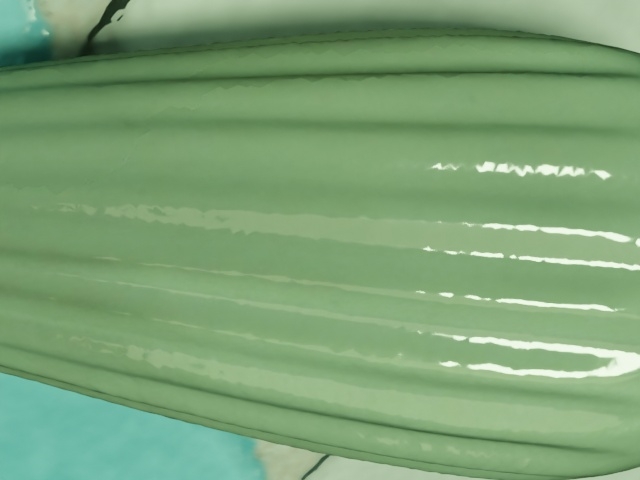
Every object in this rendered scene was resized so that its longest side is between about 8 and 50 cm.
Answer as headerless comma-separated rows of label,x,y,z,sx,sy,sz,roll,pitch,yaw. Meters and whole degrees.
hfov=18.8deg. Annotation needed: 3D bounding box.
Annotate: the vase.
vase,0.000,0.000,0.531,0.248,0.128,0.128,4,130,-17
